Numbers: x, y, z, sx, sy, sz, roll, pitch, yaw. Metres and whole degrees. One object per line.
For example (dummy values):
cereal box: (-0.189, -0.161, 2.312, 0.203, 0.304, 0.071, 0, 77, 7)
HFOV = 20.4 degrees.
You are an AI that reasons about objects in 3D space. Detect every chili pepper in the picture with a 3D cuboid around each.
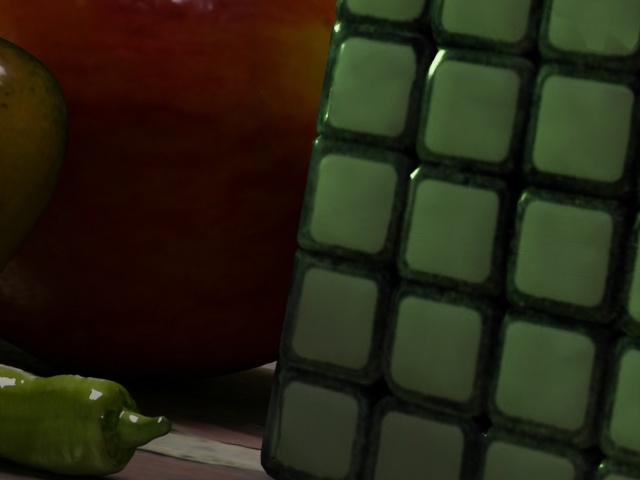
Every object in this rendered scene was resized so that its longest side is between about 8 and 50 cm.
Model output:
chili pepper: (-0.161, 0.065, 0.678, 0.208, 0.043, 0.049, 3, 39, -5)

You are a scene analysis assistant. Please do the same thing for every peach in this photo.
peach: (-0.095, -0.047, 0.900, 0.281, 0.238, 0.281, -3, -18, -1)

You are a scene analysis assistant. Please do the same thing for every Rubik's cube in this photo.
Rubik's cube: (0.145, 0.003, 0.715, 0.237, 0.238, 0.237, 10, 6, 32)

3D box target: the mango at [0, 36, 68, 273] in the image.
mango: (-0.210, -0.013, 0.725, 0.221, 0.152, 0.120, -11, -27, -2)
